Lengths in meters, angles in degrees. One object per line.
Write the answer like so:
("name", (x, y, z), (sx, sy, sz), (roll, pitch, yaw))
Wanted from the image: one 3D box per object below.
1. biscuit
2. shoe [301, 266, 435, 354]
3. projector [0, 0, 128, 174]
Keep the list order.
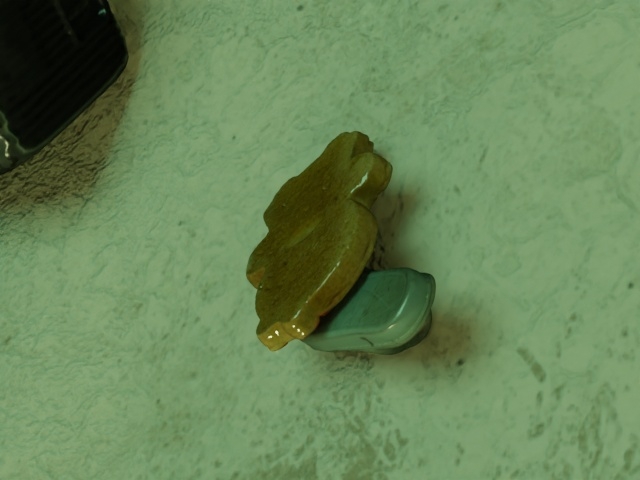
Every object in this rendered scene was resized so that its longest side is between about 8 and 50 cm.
("biscuit", (0.000, 0.000, 1.610), (0.166, 0.036, 0.225), (-41, 25, 22))
("shoe", (0.050, 0.065, 1.551), (0.079, 0.078, 0.195), (-61, 16, -16))
("projector", (-0.452, -0.252, 1.884), (0.405, 0.395, 0.242), (-4, 31, 36))
